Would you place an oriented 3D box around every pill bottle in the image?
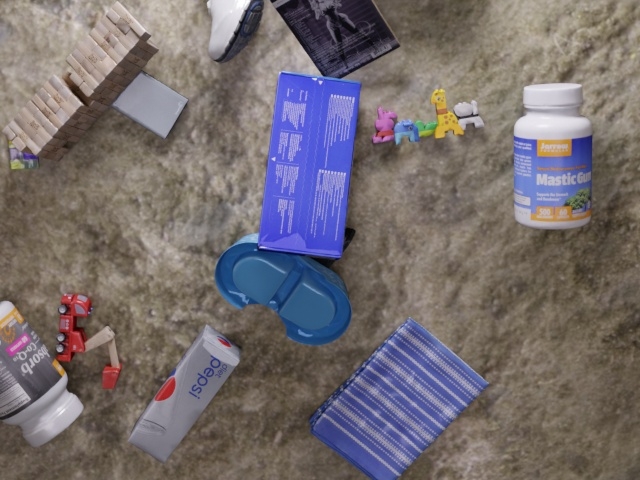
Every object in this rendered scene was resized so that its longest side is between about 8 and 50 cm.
[{"bbox_3d":[0.459,-0.169,1.870,0.152,0.152,0.272,-4,105,-1],"label":"pill bottle"},{"bbox_3d":[-0.622,0.276,1.942,0.162,0.162,0.278,-33,103,6],"label":"pill bottle"}]

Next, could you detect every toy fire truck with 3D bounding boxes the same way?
[{"bbox_3d":[-0.483,0.210,1.988,0.135,0.047,0.192,7,103,-4],"label":"toy fire truck"}]

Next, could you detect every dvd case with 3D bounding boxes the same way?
[{"bbox_3d":[0.029,-0.417,1.804,0.164,0.018,0.221,-25,128,19],"label":"dvd case"}]

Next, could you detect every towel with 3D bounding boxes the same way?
[{"bbox_3d":[-0.599,-0.183,1.907,0.060,0.009,0.083,0,104,-3],"label":"towel"},{"bbox_3d":[0.166,0.358,2.049,0.243,0.040,0.336,40,99,-11],"label":"towel"}]

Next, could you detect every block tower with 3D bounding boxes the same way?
[{"bbox_3d":[-0.455,-0.296,1.825,0.335,0.097,0.091,-46,78,8],"label":"block tower"}]

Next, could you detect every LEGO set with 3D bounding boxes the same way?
[{"bbox_3d":[0.213,-0.251,1.876,0.227,0.087,0.093,-9,104,-1],"label":"LEGO set"}]

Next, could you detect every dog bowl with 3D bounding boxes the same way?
[{"bbox_3d":[-0.070,0.094,1.941,0.297,0.074,0.166,31,118,-8],"label":"dog bowl"}]

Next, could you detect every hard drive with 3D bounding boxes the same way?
[{"bbox_3d":[-0.343,-0.276,1.886,0.135,0.022,0.094,31,101,-9],"label":"hard drive"}]

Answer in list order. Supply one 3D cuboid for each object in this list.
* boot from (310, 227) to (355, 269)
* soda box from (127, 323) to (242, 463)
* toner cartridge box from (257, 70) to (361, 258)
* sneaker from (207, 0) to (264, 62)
[{"bbox_3d":[0.000,0.000,1.953,0.099,0.045,0.121,37,104,-10],"label":"boot"},{"bbox_3d":[-0.286,0.324,1.999,0.098,0.091,0.286,35,100,-9],"label":"soda box"},{"bbox_3d":[-0.023,-0.143,1.844,0.165,0.075,0.348,8,84,-6],"label":"toner cartridge box"},{"bbox_3d":[-0.170,-0.490,1.812,0.129,0.111,0.297,18,99,10],"label":"sneaker"}]
